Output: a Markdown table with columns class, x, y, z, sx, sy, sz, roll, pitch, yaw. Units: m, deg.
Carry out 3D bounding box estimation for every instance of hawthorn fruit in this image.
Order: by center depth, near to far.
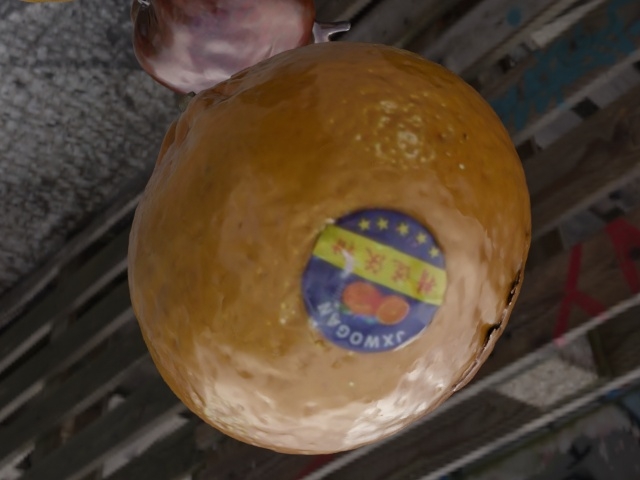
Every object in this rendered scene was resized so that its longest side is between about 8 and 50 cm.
| class | x | y | z | sx | sy | sz | roll | pitch | yaw |
| --- | --- | --- | --- | --- | --- | --- | --- | --- | --- |
| hawthorn fruit | -0.089 | -0.259 | 1.183 | 0.248 | 0.208 | 0.208 | 12 | 137 | -15 |

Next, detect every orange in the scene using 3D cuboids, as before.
| class | x | y | z | sx | sy | sz | roll | pitch | yaw |
| --- | --- | --- | --- | --- | --- | --- | --- | --- | --- |
| orange | 0.001 | 0.003 | 0.536 | 0.193 | 0.219 | 0.219 | 22 | 136 | -4 |

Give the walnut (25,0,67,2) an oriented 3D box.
| class | x | y | z | sx | sy | sz | roll | pitch | yaw |
| --- | --- | --- | --- | --- | --- | --- | --- | --- | --- |
| walnut | -0.089 | -0.159 | 0.369 | 0.144 | 0.180 | 0.144 | 17 | 129 | 22 |
